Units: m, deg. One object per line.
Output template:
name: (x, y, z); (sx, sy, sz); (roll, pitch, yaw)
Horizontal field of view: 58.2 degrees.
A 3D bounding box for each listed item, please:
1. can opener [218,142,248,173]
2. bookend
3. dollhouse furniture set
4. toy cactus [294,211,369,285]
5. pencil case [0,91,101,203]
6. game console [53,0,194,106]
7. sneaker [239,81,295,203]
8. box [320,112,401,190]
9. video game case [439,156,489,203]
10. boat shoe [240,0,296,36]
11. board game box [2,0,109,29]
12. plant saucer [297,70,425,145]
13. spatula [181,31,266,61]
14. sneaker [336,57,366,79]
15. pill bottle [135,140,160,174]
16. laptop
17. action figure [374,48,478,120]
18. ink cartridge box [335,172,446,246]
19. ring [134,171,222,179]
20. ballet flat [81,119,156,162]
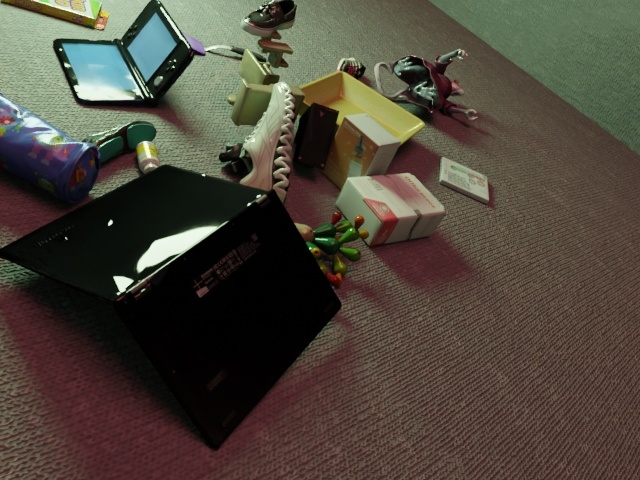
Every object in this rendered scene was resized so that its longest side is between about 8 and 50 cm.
can opener: (-0.175, -0.214, 1.393); (0.059, 0.073, 0.186); (-1, 21, 31)
bookend: (-0.024, -0.254, 1.489); (0.072, 0.156, 0.157); (16, 82, -14)
dollhouse furniture set: (-0.173, -0.401, 1.473); (0.161, 0.212, 0.242); (-4, 45, -34)
toy cactus: (0.000, 0.000, 1.208); (0.181, 0.112, 0.219); (20, 45, 7)
pencil case: (-0.557, -0.188, 1.067); (0.306, 0.119, 0.133); (29, 53, 1)
game console: (-0.489, -0.476, 1.421); (0.173, 0.250, 0.293); (23, 27, -53)
sneaker: (-0.120, -0.230, 1.311); (0.118, 0.110, 0.292); (6, 76, -5)
box: (0.097, -0.211, 1.444); (0.091, 0.170, 0.130); (-19, 55, -44)
video game case: (0.434, -0.184, 1.739); (0.157, 0.019, 0.143); (24, 37, -4)
boat shoe: (-0.125, -0.579, 1.475); (0.080, 0.076, 0.228); (34, 36, 13)
board game box: (-0.730, -0.661, 1.603); (0.259, 0.039, 0.124); (13, 40, -22)
plant saucer: (0.107, -0.358, 1.701); (0.333, 0.081, 0.333); (36, 38, 11)
spatula: (-0.301, -0.590, 1.774); (0.296, 0.030, 0.084); (3, 44, -29)
sneaker: (0.108, -0.589, 1.990); (0.075, 0.063, 0.170); (28, 32, 12)
pill bottle: (-0.366, -0.171, 1.224); (0.043, 0.043, 0.083); (1, 44, -30)
laptop: (-0.231, 0.071, 0.993); (0.382, 0.236, 0.408); (-42, 106, -46)
action figure: (0.399, -0.533, 2.055); (0.276, 0.248, 0.370); (-4, 7, 32)
ink cartridge box: (0.172, -0.080, 1.398); (0.218, 0.092, 0.158); (-10, 50, -36)
ring: (-0.239, -0.024, 1.137); (0.337, 0.032, 0.336); (17, 38, -14)
ballet flat: (-0.435, -0.220, 1.231); (0.070, 0.070, 0.188); (34, 34, 10)
